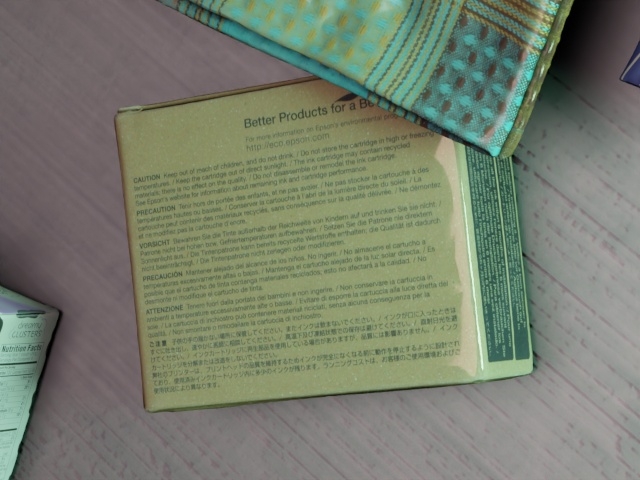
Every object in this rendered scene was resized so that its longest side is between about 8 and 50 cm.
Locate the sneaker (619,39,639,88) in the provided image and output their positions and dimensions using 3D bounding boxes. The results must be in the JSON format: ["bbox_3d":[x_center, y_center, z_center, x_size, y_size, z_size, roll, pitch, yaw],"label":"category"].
[{"bbox_3d":[0.241,-0.224,1.042,0.182,0.127,0.315,37,99,27],"label":"sneaker"}]

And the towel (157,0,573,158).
[{"bbox_3d":[0.003,-0.236,1.107,0.370,0.040,0.271,29,107,31],"label":"towel"}]

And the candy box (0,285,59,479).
[{"bbox_3d":[-0.288,0.111,1.338,0.165,0.070,0.196,21,100,27],"label":"candy box"}]

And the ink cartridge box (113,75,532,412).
[{"bbox_3d":[0.000,0.000,1.178,0.235,0.088,0.193,-7,85,28],"label":"ink cartridge box"}]
